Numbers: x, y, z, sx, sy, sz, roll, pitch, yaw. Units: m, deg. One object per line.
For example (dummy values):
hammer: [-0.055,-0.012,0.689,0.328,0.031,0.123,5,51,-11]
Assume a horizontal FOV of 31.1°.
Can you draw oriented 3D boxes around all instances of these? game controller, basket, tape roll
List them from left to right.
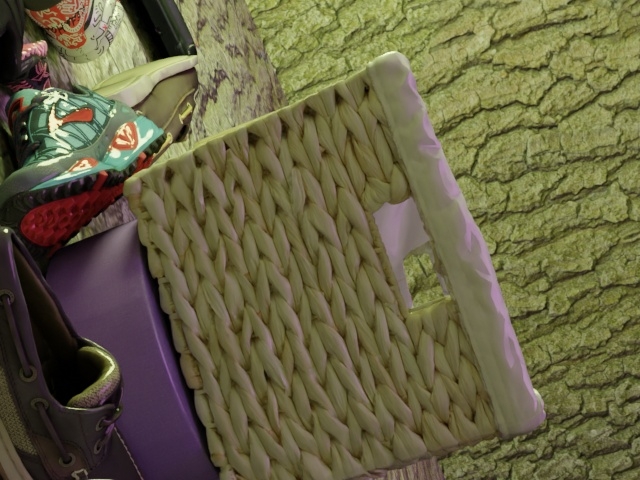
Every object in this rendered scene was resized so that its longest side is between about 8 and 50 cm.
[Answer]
game controller: [-0.273,-0.394,1.700,0.319,0.067,0.166,65,-6,-30]
tape roll: [-0.144,0.119,1.034,0.275,0.090,0.275,-21,90,-84]
basket: [0.025,0.058,1.059,0.331,0.266,0.328,42,28,-77]

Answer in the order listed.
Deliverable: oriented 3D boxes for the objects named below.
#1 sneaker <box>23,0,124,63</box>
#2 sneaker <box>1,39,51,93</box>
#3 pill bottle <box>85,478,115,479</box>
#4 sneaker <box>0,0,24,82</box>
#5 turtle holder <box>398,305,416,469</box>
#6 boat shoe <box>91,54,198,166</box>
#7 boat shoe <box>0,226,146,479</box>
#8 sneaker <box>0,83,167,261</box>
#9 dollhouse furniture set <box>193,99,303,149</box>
sneaker: [-0.284,-0.318,1.265,0.145,0.090,0.270,60,15,-54]
sneaker: [-0.275,-0.152,1.068,0.119,0.047,0.057,-77,157,-74]
pill bottle: [-0.138,0.249,0.717,0.103,0.103,0.184,58,14,-55]
sneaker: [-0.292,-0.203,0.862,0.286,0.109,0.130,38,38,-72]
turtle holder: [0.023,0.127,1.477,0.227,0.320,0.243,38,-10,-27]
boat shoe: [-0.199,-0.145,1.311,0.324,0.116,0.097,-71,144,-72]
boat shoe: [-0.182,0.110,0.800,0.103,0.092,0.285,-92,158,-58]
sneaker: [-0.238,-0.071,1.007,0.125,0.104,0.262,39,20,-2]
dollhouse furniture set: [0.000,0.000,1.765,0.362,0.256,0.394,-96,163,-62]
